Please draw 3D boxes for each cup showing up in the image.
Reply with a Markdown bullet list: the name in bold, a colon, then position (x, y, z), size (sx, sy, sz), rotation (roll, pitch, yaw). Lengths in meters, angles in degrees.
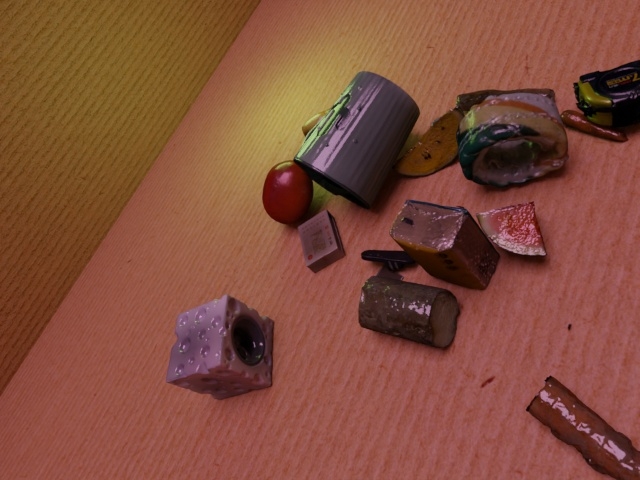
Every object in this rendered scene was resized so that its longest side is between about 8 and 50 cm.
- **cup**: position (0.093, -0.355, 1.491), size (0.400, 0.310, 0.393), rotation (33, 92, 22)

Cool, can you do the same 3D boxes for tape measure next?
- **tape measure**: position (0.790, -0.380, 1.138), size (0.198, 0.112, 0.186), rotation (-13, 41, 27)

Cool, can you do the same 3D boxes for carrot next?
- **carrot**: position (0.534, 0.384, 0.831), size (0.102, 0.102, 0.263), rotation (-49, 44, -1)
- **carrot**: position (0.755, -0.318, 1.192), size (0.047, 0.047, 0.191), rotation (-46, 45, 2)

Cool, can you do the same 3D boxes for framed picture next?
- **framed picture**: position (0.210, 0.118, 1.341), size (0.066, 0.006, 0.089), rotation (-51, 43, -4)

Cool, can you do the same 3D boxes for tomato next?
- **tomato**: position (-0.132, -0.193, 1.679), size (0.260, 0.179, 0.260), rotation (-166, 90, -73)

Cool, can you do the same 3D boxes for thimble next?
- **thimble**: position (0.529, -0.273, 1.192), size (0.287, 0.254, 0.168), rotation (1, 61, 9)

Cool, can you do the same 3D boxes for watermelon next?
- **watermelon**: position (0.513, -0.020, 1.109), size (0.137, 0.192, 0.146), rotation (141, 120, -69)
- **watermelon**: position (0.377, -0.316, 1.416), size (0.301, 0.129, 0.123), rotation (-47, 44, 41)

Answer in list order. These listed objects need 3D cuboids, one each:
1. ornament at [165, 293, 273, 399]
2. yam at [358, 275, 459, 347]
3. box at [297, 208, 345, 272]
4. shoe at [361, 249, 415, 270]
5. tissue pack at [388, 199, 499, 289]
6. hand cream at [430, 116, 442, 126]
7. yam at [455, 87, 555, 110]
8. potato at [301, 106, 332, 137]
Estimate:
- **ornament**: position (-0.322, 0.359, 1.423), size (0.239, 0.240, 0.239), rotation (-23, 48, 26)
- **yam**: position (0.226, 0.188, 1.174), size (0.267, 0.161, 0.161), rotation (8, 66, 39)
- **box**: position (0.000, 0.000, 1.556), size (0.141, 0.058, 0.201), rotation (-32, 45, 16)
- **shoe**: position (0.214, 0.065, 1.342), size (0.179, 0.049, 0.071), rotation (4, 26, 28)
- **tissue pack**: position (0.328, 0.016, 1.130), size (0.192, 0.270, 0.134), rotation (15, 75, 45)
- **hand cream**: position (0.455, -0.373, 1.472), size (0.095, 0.046, 0.175), rotation (-48, 50, -1)
- **yam**: position (0.595, -0.459, 1.403), size (0.317, 0.067, 0.071), rotation (15, 43, 44)
- **potato**: position (0.076, -0.473, 1.749), size (0.300, 0.173, 0.140), rotation (-20, 55, 19)
